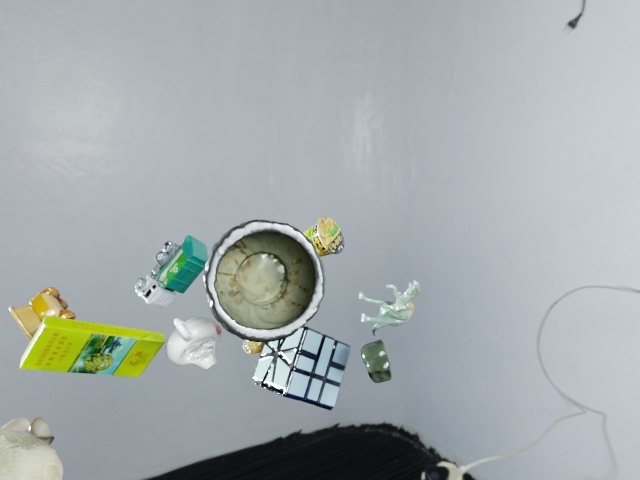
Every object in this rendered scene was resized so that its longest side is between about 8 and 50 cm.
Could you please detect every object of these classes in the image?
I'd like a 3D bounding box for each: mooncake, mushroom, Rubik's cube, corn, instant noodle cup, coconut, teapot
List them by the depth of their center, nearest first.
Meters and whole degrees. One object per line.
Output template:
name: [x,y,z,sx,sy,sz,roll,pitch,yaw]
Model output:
coconut: [-0.665,0.509,0.825,0.230,0.227,0.227,86,162,-57]
teapot: [-0.329,0.253,1.031,0.092,0.145,0.226,45,162,30]
mushroom: [-1.023,0.679,1.297,0.173,0.162,0.236,38,91,9]
mooncake: [0.217,0.465,1.524,0.168,0.104,0.175,-118,8,-69]
instant noodle cup: [0.000,0.000,1.552,0.122,0.151,0.152,-26,71,34]
Rubik's cube: [-0.080,0.533,1.740,0.288,0.283,0.294,-3,64,52]
corn: [-0.223,0.464,1.910,0.106,0.293,0.106,34,128,58]

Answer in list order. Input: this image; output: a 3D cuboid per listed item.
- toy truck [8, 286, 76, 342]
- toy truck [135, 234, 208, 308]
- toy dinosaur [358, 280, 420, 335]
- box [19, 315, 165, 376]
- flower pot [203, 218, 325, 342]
toy truck: [-1.266,0.357,1.857,0.204,0.211,0.288,48,145,13]
toy truck: [-0.475,0.100,1.304,0.124,0.114,0.253,35,86,34]
toy dinosaur: [0.235,0.273,1.484,0.092,0.205,0.393,-79,-6,-49]
box: [-0.666,0.325,1.201,0.187,0.335,0.047,-50,44,19]
flower pot: [-0.140,0.093,0.966,0.267,0.266,0.267,158,105,-77]
